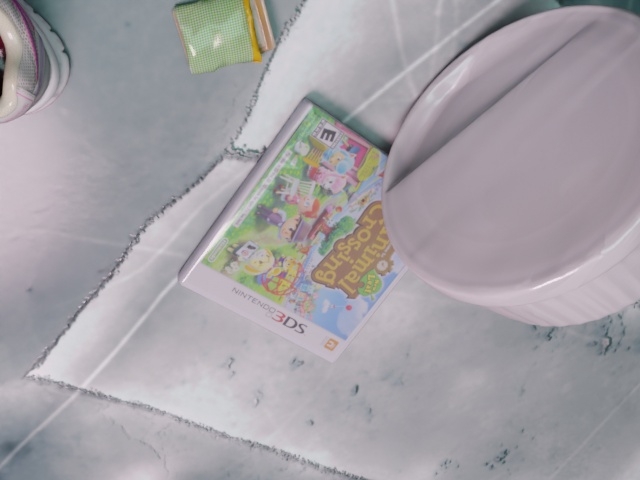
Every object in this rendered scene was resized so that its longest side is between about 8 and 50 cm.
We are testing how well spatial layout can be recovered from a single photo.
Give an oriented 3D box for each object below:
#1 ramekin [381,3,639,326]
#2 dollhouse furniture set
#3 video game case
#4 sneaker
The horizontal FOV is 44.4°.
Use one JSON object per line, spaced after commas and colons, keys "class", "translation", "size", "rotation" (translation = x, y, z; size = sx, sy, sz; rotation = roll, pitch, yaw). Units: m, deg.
{"class": "ramekin", "translation": [0.194, -0.053, 0.665], "size": [0.273, 0.273, 0.127], "rotation": [-48, 130, 9]}
{"class": "dollhouse furniture set", "translation": [-0.084, -0.203, 0.623], "size": [0.076, 0.058, 0.151], "rotation": [-17, 118, -7]}
{"class": "video game case", "translation": [0.000, 0.000, 0.763], "size": [0.193, 0.023, 0.212], "rotation": [31, 103, -26]}
{"class": "sneaker", "translation": [-0.278, -0.184, 0.547], "size": [0.103, 0.111, 0.252], "rotation": [-40, 118, 5]}
